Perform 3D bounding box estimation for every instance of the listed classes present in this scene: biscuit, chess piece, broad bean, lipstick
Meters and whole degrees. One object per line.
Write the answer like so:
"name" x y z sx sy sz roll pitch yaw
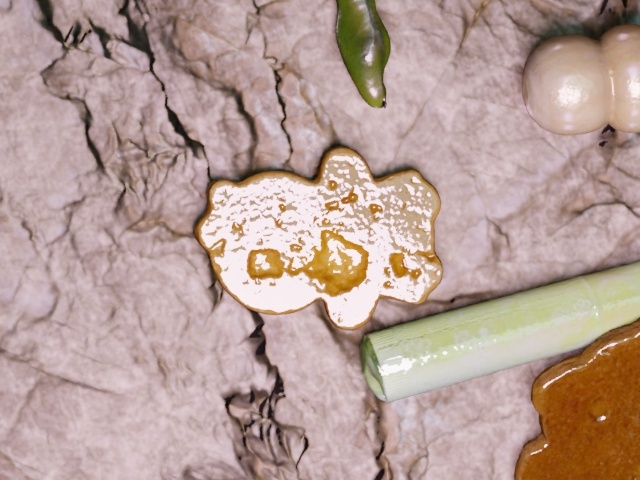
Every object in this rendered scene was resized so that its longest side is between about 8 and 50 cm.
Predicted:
"biscuit" -0.001 0.000 1.645 0.248 0.035 0.184 -5 94 -7
"biscuit" 0.323 0.177 1.678 0.290 0.041 0.208 -29 115 6
"chess piece" 0.329 -0.163 1.642 0.260 0.143 0.143 -7 95 0
"broad bean" 0.040 -0.229 1.631 0.061 0.046 0.195 2 92 -6
"lipstick" 0.190 0.092 1.659 0.304 0.076 0.076 -14 96 -6
